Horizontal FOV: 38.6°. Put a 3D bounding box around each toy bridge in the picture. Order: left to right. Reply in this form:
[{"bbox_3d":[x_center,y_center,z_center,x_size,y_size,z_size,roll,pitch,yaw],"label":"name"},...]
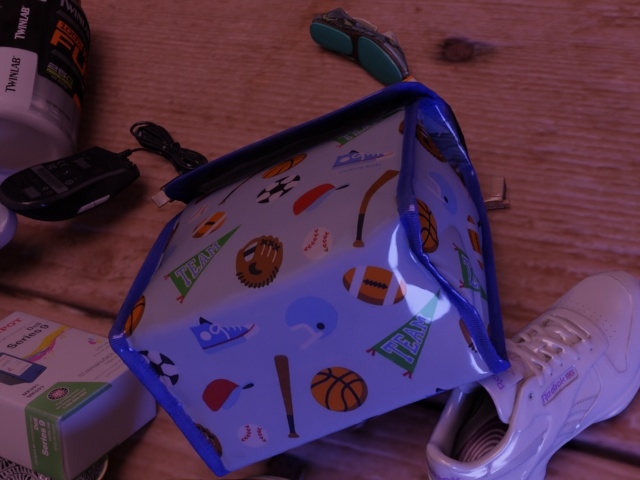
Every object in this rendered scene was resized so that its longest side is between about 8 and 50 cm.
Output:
[{"bbox_3d":[0.133,-0.045,1.103,0.188,0.026,0.063,0,61,19],"label":"toy bridge"}]

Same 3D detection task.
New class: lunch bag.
[{"bbox_3d":[0.000,0.000,0.960,0.328,0.239,0.385,-22,25,20],"label":"lunch bag"}]

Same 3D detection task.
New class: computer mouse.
[{"bbox_3d":[-0.277,-0.066,1.213,0.262,0.060,0.184,-31,46,-35],"label":"computer mouse"}]

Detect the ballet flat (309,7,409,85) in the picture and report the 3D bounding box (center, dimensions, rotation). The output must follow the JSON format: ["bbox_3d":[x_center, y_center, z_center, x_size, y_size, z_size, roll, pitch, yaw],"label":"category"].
[{"bbox_3d":[0.067,-0.272,1.253,0.070,0.070,0.188,-45,59,-12],"label":"ballet flat"}]

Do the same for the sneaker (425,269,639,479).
[{"bbox_3d":[0.215,0.136,0.880,0.114,0.152,0.305,29,71,40],"label":"sneaker"}]

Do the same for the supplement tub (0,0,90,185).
[{"bbox_3d":[-0.441,-0.252,1.336,0.194,0.193,0.316,-12,57,12],"label":"supplement tub"}]

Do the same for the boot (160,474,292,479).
[{"bbox_3d":[-0.150,0.273,0.862,0.262,0.203,0.095,-6,78,31],"label":"boot"}]

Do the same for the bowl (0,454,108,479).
[{"bbox_3d":[-0.318,0.281,1.003,0.170,0.080,0.170,2,20,-1],"label":"bowl"}]

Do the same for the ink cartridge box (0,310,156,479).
[{"bbox_3d":[-0.320,0.172,1.044,0.212,0.093,0.154,11,26,27],"label":"ink cartridge box"}]

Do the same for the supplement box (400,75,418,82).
[{"bbox_3d":[0.120,-0.158,1.174,0.062,0.036,0.098,-31,54,-2],"label":"supplement box"}]

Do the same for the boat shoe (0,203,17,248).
[{"bbox_3d":[-0.526,0.002,1.260,0.306,0.105,0.113,-10,60,21],"label":"boat shoe"}]
